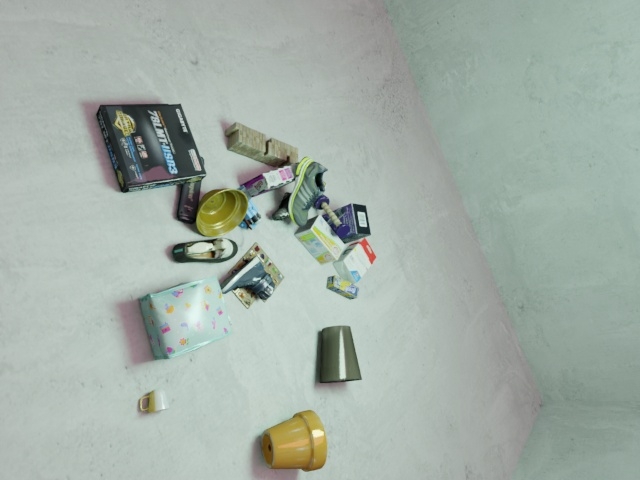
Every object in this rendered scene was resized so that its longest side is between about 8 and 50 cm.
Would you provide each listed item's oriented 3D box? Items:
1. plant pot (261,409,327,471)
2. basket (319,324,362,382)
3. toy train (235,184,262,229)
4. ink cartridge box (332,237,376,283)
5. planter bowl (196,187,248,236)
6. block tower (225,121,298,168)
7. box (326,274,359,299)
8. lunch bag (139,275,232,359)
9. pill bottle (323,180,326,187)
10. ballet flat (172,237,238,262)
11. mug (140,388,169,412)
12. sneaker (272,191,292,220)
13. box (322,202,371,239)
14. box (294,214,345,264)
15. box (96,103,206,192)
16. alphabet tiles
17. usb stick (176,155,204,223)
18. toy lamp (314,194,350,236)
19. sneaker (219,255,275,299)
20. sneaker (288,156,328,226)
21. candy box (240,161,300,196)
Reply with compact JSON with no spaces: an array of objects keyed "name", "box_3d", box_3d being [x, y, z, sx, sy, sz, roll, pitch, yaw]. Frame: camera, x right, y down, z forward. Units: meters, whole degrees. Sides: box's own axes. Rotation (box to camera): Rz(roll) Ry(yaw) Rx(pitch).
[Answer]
[{"name":"plant pot","box_3d":[-0.105,0.736,1.590,0.188,0.205,0.205,2,74,-30]},{"name":"basket","box_3d":[0.077,0.488,1.891,0.204,0.154,0.227,12,64,-40]},{"name":"toy train","box_3d":[-0.305,-0.126,1.754,0.184,0.105,0.080,56,45,-14]},{"name":"ink cartridge box","box_3d":[0.174,0.100,2.177,0.231,0.078,0.134,-44,108,-45]},{"name":"planter bowl","box_3d":[-0.387,-0.125,1.649,0.217,0.217,0.090,-9,43,-47]},{"name":"block tower","box_3d":[-0.251,-0.401,1.921,0.335,0.091,0.097,16,64,-41]},{"name":"box","box_3d":[0.106,0.223,2.082,0.169,0.054,0.059,30,56,-36]},{"name":"lunch bag","box_3d":[-0.430,0.248,1.453,0.262,0.160,0.223,-15,86,-41]},{"name":"pill bottle","box_3d":[-0.031,-0.285,2.120,0.116,0.065,0.065,39,51,-29]},{"name":"ballet flat","box_3d":[-0.398,0.037,1.606,0.280,0.096,0.095,-10,82,-47]},{"name":"mug","box_3d":[-0.507,0.494,1.357,0.078,0.062,0.064,11,60,-50]},{"name":"sneaker","box_3d":[-0.148,-0.158,1.951,0.234,0.078,0.106,-30,95,-51]},{"name":"box","box_3d":[0.121,-0.073,2.093,0.108,0.207,0.153,4,72,-44]},{"name":"box","box_3d":[0.000,0.000,2.012,0.203,0.114,0.103,50,47,-22]},{"name":"box","box_3d":[-0.585,-0.331,1.542,0.293,0.073,0.295,-16,85,-39]},{"name":"alphabet tiles","box_3d":[-0.262,0.152,1.767,0.198,0.009,0.237,54,46,-17]},{"name":"usb stick","box_3d":[-0.483,-0.197,1.643,0.077,0.045,0.278,21,62,-40]},{"name":"toy lamp","box_3d":[0.042,-0.128,2.043,0.080,0.080,0.274,15,31,-41]},{"name":"sneaker","box_3d":[-0.270,0.179,1.679,0.163,0.086,0.226,58,43,-9]},{"name":"sneaker","box_3d":[-0.051,-0.195,1.859,0.111,0.121,0.300,-21,128,-53]},{"name":"candy box","box_3d":[-0.201,-0.254,1.868,0.233,0.159,0.071,-30,99,-46]}]
